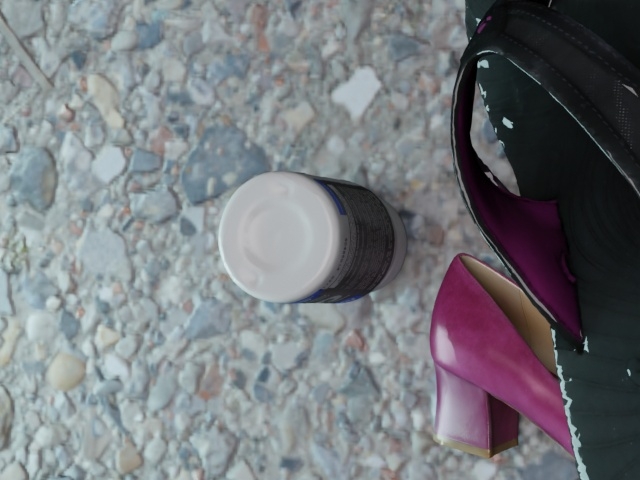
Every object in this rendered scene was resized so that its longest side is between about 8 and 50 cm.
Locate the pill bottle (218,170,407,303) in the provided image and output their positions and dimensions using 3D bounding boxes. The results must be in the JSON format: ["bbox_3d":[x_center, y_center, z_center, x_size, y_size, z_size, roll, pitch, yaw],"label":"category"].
[{"bbox_3d":[0.000,0.000,1.128,0.078,0.137,0.078,-1,88,22],"label":"pill bottle"}]

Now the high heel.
[{"bbox_3d":[0.175,0.080,1.087,0.244,0.082,0.117,11,104,35],"label":"high heel"}]

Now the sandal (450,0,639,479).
[{"bbox_3d":[0.151,-0.022,1.013,0.167,0.107,0.445,-39,54,42],"label":"sandal"}]
